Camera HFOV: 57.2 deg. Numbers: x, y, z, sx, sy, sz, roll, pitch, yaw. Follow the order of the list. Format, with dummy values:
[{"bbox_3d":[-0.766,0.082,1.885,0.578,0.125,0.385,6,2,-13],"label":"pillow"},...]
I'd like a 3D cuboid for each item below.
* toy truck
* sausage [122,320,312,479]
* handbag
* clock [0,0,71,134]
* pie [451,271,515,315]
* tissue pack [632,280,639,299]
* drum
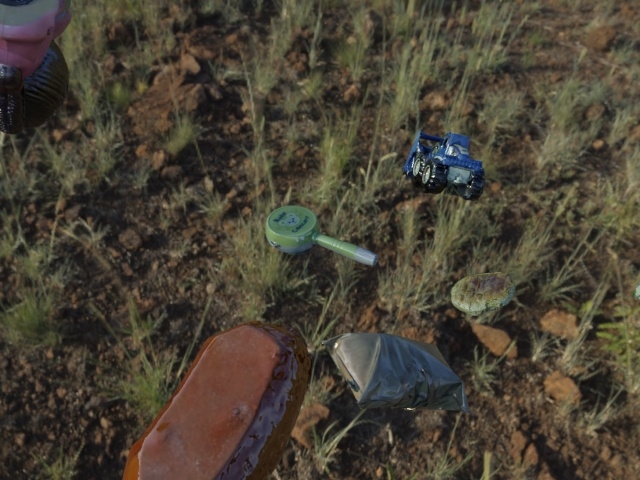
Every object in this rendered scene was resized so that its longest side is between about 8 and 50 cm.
[{"bbox_3d":[0.252,-0.159,1.205,0.113,0.126,0.208,9,11,-12],"label":"toy truck"},{"bbox_3d":[-0.093,0.186,0.568,0.133,0.133,0.258,21,52,13],"label":"sausage"},{"bbox_3d":[0.146,0.247,1.072,0.270,0.117,0.182,10,25,-29],"label":"handbag"},{"bbox_3d":[-0.302,-0.224,0.591,0.100,0.195,0.194,8,64,-22],"label":"clock"},{"bbox_3d":[0.211,0.066,0.765,0.084,0.020,0.084,-20,27,10],"label":"pie"},{"bbox_3d":[0.860,0.032,1.305,0.128,0.311,0.228,38,74,14],"label":"tissue pack"},{"bbox_3d":[0.006,-0.013,1.240,0.253,0.049,0.130,10,41,12],"label":"drum"}]
